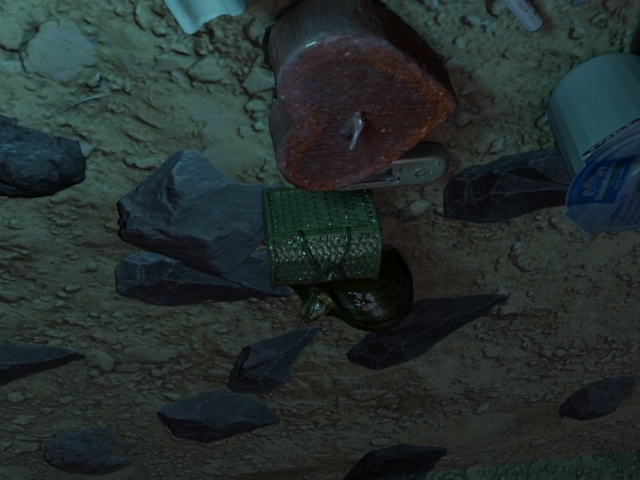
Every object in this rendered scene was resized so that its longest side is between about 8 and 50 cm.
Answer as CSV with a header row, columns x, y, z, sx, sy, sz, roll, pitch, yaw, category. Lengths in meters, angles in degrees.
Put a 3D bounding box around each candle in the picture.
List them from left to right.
x,y,z,sx,sy,sz,roll,pitch,yaw,category
0.060,-0.200,1.178,0.287,0.132,0.317,-5,143,-12,candle

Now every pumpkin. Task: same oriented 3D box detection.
x,y,z,sx,sy,sz,roll,pitch,yaw,category
0.063,0.112,1.578,0.247,0.126,0.131,-14,141,5,pumpkin

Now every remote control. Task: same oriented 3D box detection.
x,y,z,sx,sy,sz,roll,pitch,yaw,category
0.112,-0.122,1.357,0.221,0.042,0.078,-5,141,-7,remote control

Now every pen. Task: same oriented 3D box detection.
x,y,z,sx,sy,sz,roll,pitch,yaw,category
0.231,-0.367,1.081,0.033,0.033,0.269,-33,138,26,pen

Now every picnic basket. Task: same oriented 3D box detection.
x,y,z,sx,sy,sz,roll,pitch,yaw,category
0.000,0.000,1.395,0.196,0.154,0.134,-5,143,-9,picnic basket

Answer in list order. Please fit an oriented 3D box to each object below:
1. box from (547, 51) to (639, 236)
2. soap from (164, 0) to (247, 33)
x,y,z,sx,sy,sz,roll,pitch,yaw,category
0.497,-0.172,1.256,0.291,0.207,0.262,-9,144,-4,box
-0.176,-0.377,0.861,0.087,0.160,0.265,-19,143,11,soap
